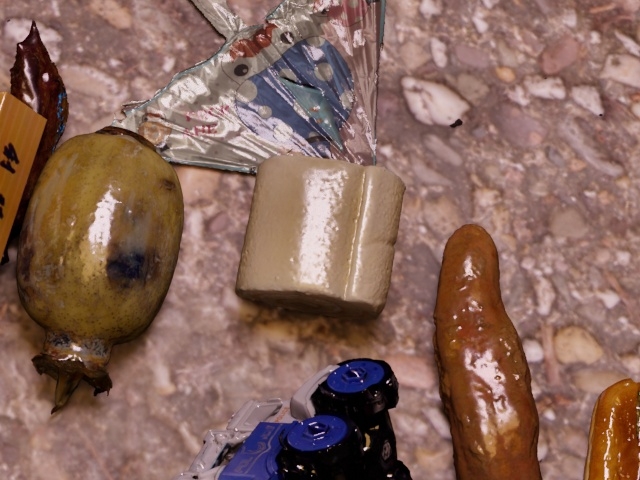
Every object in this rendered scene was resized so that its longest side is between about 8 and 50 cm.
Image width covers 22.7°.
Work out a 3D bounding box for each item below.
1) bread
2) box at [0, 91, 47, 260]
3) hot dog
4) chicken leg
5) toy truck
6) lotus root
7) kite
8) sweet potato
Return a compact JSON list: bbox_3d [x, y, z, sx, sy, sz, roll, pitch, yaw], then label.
[{"bbox_3d":[0.000,0.000,1.549,0.148,0.134,0.141,8,75,8],"label":"bread"},{"bbox_3d":[-0.381,-0.060,1.492,0.237,0.070,0.152,1,68,35],"label":"box"},{"bbox_3d":[0.300,0.253,1.536,0.100,0.068,0.249,8,69,7],"label":"hot dog"},{"bbox_3d":[-0.293,-0.091,1.560,0.063,0.105,0.234,12,73,7],"label":"chicken leg"},{"bbox_3d":[-0.020,0.208,1.457,0.177,0.161,0.213,1,27,24],"label":"toy truck"},{"bbox_3d":[-0.215,0.026,1.514,0.154,0.154,0.278,14,75,-2],"label":"lotus root"},{"bbox_3d":[-0.059,-0.189,1.668,0.406,0.014,0.368,-38,79,-16],"label":"kite"},{"bbox_3d":[0.161,0.151,1.536,0.106,0.095,0.354,4,70,-49],"label":"sweet potato"}]
